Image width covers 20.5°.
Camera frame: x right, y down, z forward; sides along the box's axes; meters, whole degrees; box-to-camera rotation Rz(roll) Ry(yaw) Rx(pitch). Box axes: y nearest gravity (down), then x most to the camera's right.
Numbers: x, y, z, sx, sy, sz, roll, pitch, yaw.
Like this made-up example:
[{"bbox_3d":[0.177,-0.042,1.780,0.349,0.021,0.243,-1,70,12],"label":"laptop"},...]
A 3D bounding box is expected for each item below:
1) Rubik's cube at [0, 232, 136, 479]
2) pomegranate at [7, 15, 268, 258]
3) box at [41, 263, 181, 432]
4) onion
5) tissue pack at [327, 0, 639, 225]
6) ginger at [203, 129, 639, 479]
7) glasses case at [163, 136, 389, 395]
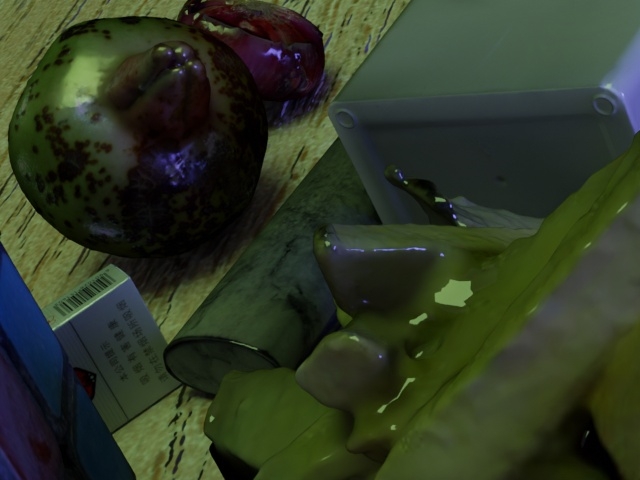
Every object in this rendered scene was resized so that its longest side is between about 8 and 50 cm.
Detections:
[{"bbox_3d":[-0.322,0.178,1.004,0.362,0.363,0.359,-23,26,4],"label":"Rubik's cube"},{"bbox_3d":[-0.137,-0.099,1.431,0.214,0.214,0.248,-43,-4,-28],"label":"pomegranate"},{"bbox_3d":[-0.185,0.100,1.285,0.152,0.100,0.048,-36,27,-17],"label":"box"},{"bbox_3d":[-0.076,-0.155,1.638,0.150,0.140,0.150,18,16,-5],"label":"onion"},{"bbox_3d":[0.154,-0.081,1.250,0.246,0.159,0.136,1,40,40],"label":"tissue pack"},{"bbox_3d":[0.103,0.026,1.007,0.413,0.211,0.358,0,33,45],"label":"ginger"},{"bbox_3d":[0.000,0.000,1.342,0.114,0.060,0.299,2,39,37],"label":"glasses case"}]
